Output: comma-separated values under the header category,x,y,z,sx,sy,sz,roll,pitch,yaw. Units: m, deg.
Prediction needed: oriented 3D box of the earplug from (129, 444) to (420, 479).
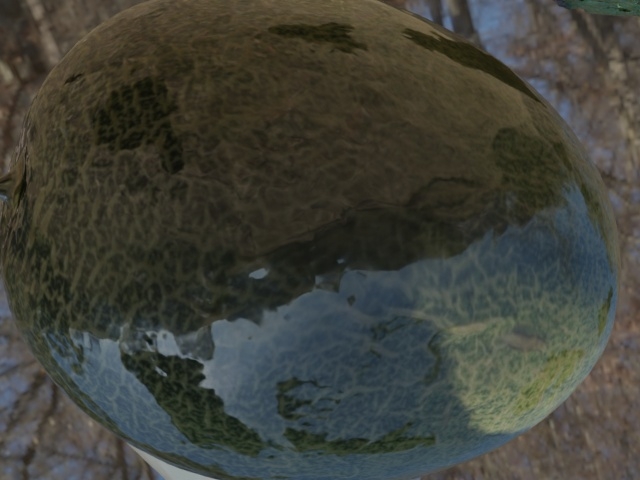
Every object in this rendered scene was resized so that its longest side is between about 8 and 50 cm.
category,x,y,z,sx,sy,sz,roll,pitch,yaw
earplug,-0.061,0.185,1.453,0.312,0.394,0.313,-39,-166,12

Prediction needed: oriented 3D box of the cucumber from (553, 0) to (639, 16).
category,x,y,z,sx,sy,sz,roll,pitch,yaw
cucumber,0.170,-0.214,0.756,0.085,0.193,0.115,7,-147,18

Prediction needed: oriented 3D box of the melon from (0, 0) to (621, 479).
category,x,y,z,sx,sy,sz,roll,pitch,yaw
melon,0.000,0.000,0.624,0.329,0.249,0.248,11,-159,-27
